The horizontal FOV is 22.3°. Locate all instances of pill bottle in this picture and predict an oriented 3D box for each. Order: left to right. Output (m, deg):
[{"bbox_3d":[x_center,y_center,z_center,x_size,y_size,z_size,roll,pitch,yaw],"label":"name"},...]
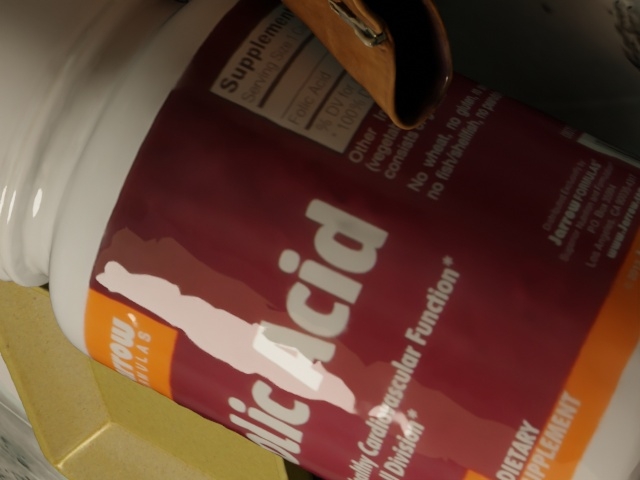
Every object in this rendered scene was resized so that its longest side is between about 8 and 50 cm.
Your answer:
[{"bbox_3d":[0.000,0.000,0.857,0.392,0.224,0.224,26,148,9],"label":"pill bottle"}]

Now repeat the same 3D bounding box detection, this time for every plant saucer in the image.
[{"bbox_3d":[-0.129,0.149,1.403,0.333,0.081,0.333,24,146,27],"label":"plant saucer"}]

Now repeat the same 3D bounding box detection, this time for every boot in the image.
[{"bbox_3d":[-0.068,-0.196,0.722,0.280,0.096,0.264,52,173,39],"label":"boot"}]

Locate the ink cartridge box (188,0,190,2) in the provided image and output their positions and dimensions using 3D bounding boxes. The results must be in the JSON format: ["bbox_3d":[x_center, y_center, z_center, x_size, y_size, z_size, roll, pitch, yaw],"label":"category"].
[{"bbox_3d":[-0.148,-0.148,1.056,0.275,0.060,0.239,4,134,47],"label":"ink cartridge box"}]
